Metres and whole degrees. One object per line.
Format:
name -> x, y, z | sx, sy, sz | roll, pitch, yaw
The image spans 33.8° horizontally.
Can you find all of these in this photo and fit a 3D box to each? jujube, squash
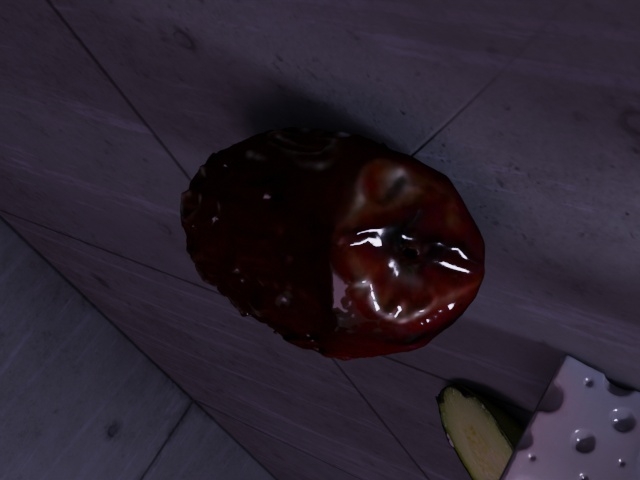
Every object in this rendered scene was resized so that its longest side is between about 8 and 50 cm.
jujube -> 0.000, 0.000, 1.179 | 0.377, 0.258, 0.258 | 7, 148, 41
squash -> 0.278, 0.299, 1.702 | 0.184, 0.085, 0.192 | 63, 155, 1

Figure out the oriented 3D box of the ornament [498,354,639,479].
ornament -> 0.359, 0.338, 1.391 | 0.240, 0.239, 0.239 | 27, 160, 13
